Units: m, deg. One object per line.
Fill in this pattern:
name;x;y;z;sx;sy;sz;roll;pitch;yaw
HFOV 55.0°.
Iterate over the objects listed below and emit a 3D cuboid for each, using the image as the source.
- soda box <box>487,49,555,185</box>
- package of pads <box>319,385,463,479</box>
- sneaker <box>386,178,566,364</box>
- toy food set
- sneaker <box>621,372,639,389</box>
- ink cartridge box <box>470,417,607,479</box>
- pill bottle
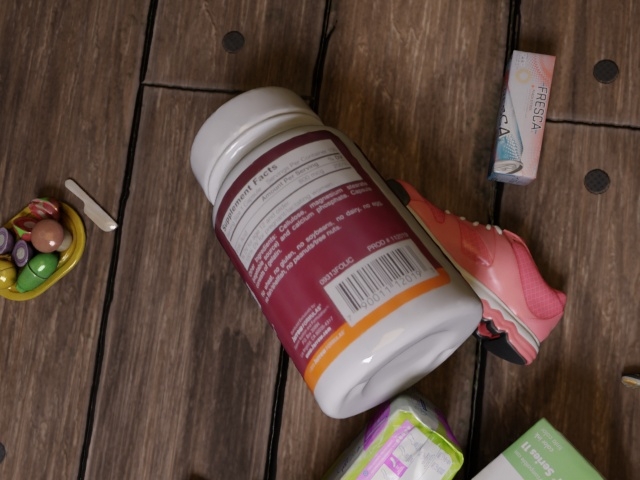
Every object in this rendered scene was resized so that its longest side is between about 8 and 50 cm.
soda box;0.290;-0.176;0.889;0.062;0.058;0.183;10;84;7
package of pads;0.049;0.330;0.775;0.101;0.229;0.297;39;90;9
sneaker;0.213;0.021;0.867;0.136;0.116;0.314;-40;85;-13
toy food set;-0.440;-0.001;0.942;0.218;0.071;0.128;-40;81;1
sneaker;0.458;0.189;0.849;0.083;0.032;0.037;8;71;2
ink cartridge box;0.205;0.407;0.753;0.353;0.207;0.119;-41;39;0
pill bottle;0.000;0.000;0.781;0.224;0.224;0.392;-36;63;1
